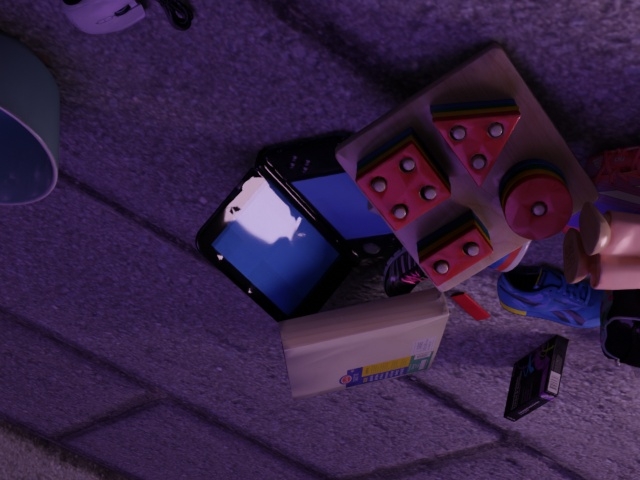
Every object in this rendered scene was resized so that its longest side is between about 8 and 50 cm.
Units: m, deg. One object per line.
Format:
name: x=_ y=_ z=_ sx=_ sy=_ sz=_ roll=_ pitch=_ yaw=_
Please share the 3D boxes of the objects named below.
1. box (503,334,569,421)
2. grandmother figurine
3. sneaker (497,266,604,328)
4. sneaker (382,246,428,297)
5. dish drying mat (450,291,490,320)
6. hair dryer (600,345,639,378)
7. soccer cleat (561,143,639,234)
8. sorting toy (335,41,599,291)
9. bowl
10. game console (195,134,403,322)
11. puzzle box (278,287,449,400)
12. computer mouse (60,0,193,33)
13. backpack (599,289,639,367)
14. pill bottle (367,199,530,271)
box: x=0.386 y=0.250 z=2.102 sx=0.029 sy=0.116 sz=0.162 roll=23 pitch=149 yaw=-8
grandmother figurine: x=0.493 y=0.026 z=1.510 sx=0.343 sy=0.104 sz=0.208 roll=5 pitch=154 yaw=-8
sneaker: x=0.389 y=0.087 z=1.882 sx=0.209 sy=0.069 sz=0.082 roll=9 pitch=145 yaw=12
sneaker: x=0.158 y=0.041 z=1.832 sx=0.063 sy=0.074 sz=0.170 roll=19 pitch=124 yaw=-32
dish drying mat: x=0.263 y=0.115 z=2.045 sx=0.032 sy=0.008 sz=0.083 roll=-15 pitch=137 yaw=40
hair dryer: x=0.621 y=0.203 z=1.918 sx=0.224 sy=0.080 sz=0.293 roll=40 pitch=157 yaw=-7
soccer cleat: x=0.423 y=-0.085 z=1.559 sx=0.116 sy=0.108 sz=0.318 roll=39 pitch=144 yaw=-11
sorting toy: x=0.194 y=-0.075 z=1.515 sx=0.255 sy=0.089 sz=0.257 roll=-33 pitch=111 yaw=16
bowl: x=-0.512 y=-0.204 z=1.735 sx=0.312 sy=0.163 sz=0.311 roll=12 pitch=149 yaw=8
game console: x=0.000 y=0.000 z=1.819 sx=0.250 sy=0.173 sz=0.293 roll=-8 pitch=142 yaw=35
puzzle box: x=0.069 y=0.187 z=2.020 sx=0.272 sy=0.052 sz=0.409 roll=-13 pitch=161 yaw=-4
computer mouse: x=-0.273 y=-0.309 z=1.570 sx=0.193 sy=0.042 sz=0.106 roll=-6 pitch=144 yaw=32
backpack: x=0.523 y=0.102 z=1.718 sx=0.225 sy=0.191 sz=0.253 roll=6 pitch=155 yaw=13
pill bottle: x=0.184 y=-0.046 z=1.651 sx=0.222 sy=0.124 sz=0.124 roll=20 pitch=149 yaw=-10
